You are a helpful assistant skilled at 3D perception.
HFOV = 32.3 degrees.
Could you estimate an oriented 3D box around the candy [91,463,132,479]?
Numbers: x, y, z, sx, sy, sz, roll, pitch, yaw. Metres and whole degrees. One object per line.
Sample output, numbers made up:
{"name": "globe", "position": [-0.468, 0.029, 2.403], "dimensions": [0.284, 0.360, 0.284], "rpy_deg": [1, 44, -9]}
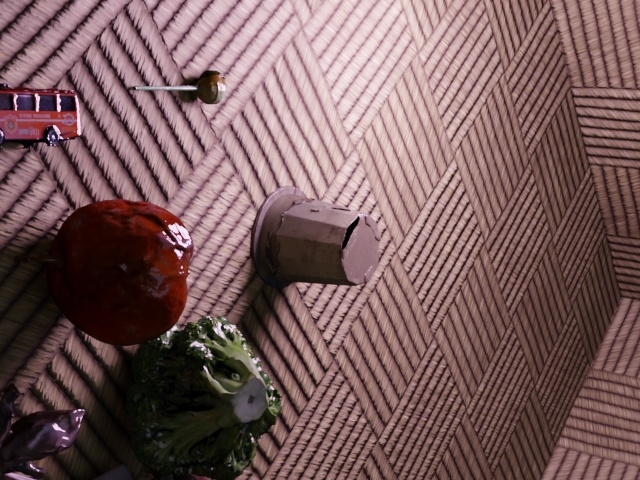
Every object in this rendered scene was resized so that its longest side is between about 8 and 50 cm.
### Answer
{"name": "candy", "position": [-0.384, 0.471, 1.867], "dimensions": [0.174, 0.071, 0.138], "rpy_deg": [-26, 118, -52]}

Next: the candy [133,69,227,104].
{"name": "candy", "position": [-0.244, -0.267, 1.922], "dimensions": [0.202, 0.061, 0.061], "rpy_deg": [-8, 104, -46]}

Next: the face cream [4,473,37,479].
{"name": "face cream", "position": [-0.503, 0.533, 1.684], "dimensions": [0.102, 0.102, 0.346], "rpy_deg": [36, 67, -53]}

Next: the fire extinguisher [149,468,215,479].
{"name": "fire extinguisher", "position": [-0.235, 0.447, 2.059], "dimensions": [0.252, 0.075, 0.106], "rpy_deg": [37, 64, -24]}

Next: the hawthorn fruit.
{"name": "hawthorn fruit", "position": [-0.338, 0.038, 1.712], "dimensions": [0.271, 0.242, 0.242], "rpy_deg": [10, 90, -24]}

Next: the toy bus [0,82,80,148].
{"name": "toy bus", "position": [-0.454, -0.181, 1.612], "dimensions": [0.235, 0.073, 0.096], "rpy_deg": [-5, 93, -56]}

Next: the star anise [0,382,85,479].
{"name": "star anise", "position": [-0.495, 0.299, 1.604], "dimensions": [0.257, 0.110, 0.198], "rpy_deg": [26, 84, -29]}

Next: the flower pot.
{"name": "flower pot", "position": [0.000, 0.000, 2.206], "dimensions": [0.212, 0.202, 0.212], "rpy_deg": [-10, 103, -53]}

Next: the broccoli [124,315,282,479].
{"name": "broccoli", "position": [-0.199, 0.279, 1.932], "dimensions": [0.307, 0.275, 0.308], "rpy_deg": [0, 91, -30]}
